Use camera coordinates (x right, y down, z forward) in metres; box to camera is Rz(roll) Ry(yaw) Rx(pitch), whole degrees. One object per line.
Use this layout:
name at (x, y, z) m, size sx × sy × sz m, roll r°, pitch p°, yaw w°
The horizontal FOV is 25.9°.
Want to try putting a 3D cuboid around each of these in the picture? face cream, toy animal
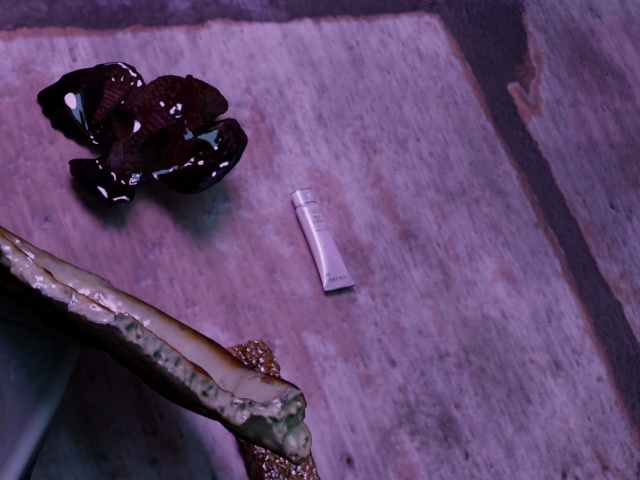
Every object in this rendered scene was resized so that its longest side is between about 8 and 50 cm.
face cream at (0.000, 0.000, 1.424) m, size 0.038 × 0.020 × 0.115 m, roll -9°, pitch 69°, yaw -34°
toy animal at (-0.164, -0.105, 1.368) m, size 0.219 × 0.116 × 0.179 m, roll 24°, pitch 17°, yaw 20°

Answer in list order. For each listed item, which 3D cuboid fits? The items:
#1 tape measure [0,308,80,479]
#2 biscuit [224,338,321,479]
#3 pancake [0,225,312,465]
tape measure at (-0.340, 0.147, 1.061) m, size 0.262 × 0.138 × 0.259 m, roll 31°, pitch 49°, yaw -10°
biscuit at (-0.043, 0.186, 1.272) m, size 0.064 × 0.034 × 0.199 m, roll -11°, pitch 67°, yaw -33°
pancake at (-0.201, 0.039, 1.124) m, size 0.427 × 0.305 × 0.067 m, roll 28°, pitch 79°, yaw 27°
